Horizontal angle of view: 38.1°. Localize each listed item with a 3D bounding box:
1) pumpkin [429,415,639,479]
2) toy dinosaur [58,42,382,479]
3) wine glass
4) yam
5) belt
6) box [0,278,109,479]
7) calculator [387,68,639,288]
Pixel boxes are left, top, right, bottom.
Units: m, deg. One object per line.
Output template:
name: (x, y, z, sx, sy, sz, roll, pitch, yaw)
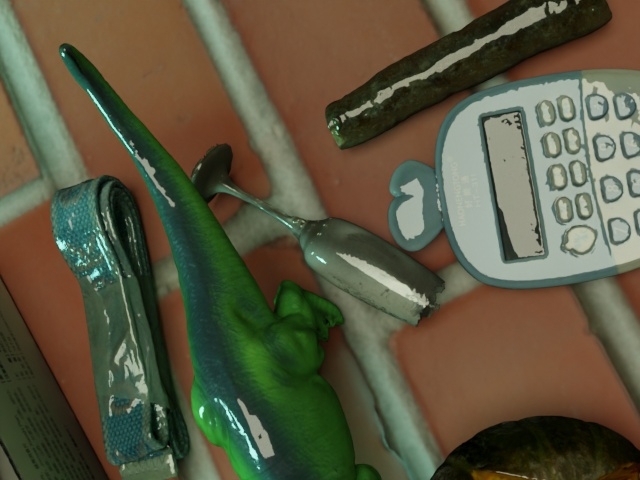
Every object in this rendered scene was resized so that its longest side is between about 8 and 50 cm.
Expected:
pumpkin: (0.188, 0.262, 0.750, 0.238, 0.159, 0.238, -2, 68, 4)
toy dinosaur: (-0.076, 0.111, 0.701, 0.144, 0.374, 0.500, -32, 116, 10)
wine glass: (0.000, 0.000, 0.867, 0.262, 0.074, 0.074, 30, 95, 14)
yam: (0.130, -0.164, 0.847, 0.274, 0.061, 0.061, -26, 80, 13)
belt: (-0.197, 0.086, 0.904, 0.072, 0.087, 0.302, -16, 83, 10)
box: (-0.361, 0.188, 0.914, 0.173, 0.145, 0.333, -34, 80, 9)
calculator: (0.208, -0.054, 0.826, 0.303, 0.042, 0.188, -9, 85, 14)
